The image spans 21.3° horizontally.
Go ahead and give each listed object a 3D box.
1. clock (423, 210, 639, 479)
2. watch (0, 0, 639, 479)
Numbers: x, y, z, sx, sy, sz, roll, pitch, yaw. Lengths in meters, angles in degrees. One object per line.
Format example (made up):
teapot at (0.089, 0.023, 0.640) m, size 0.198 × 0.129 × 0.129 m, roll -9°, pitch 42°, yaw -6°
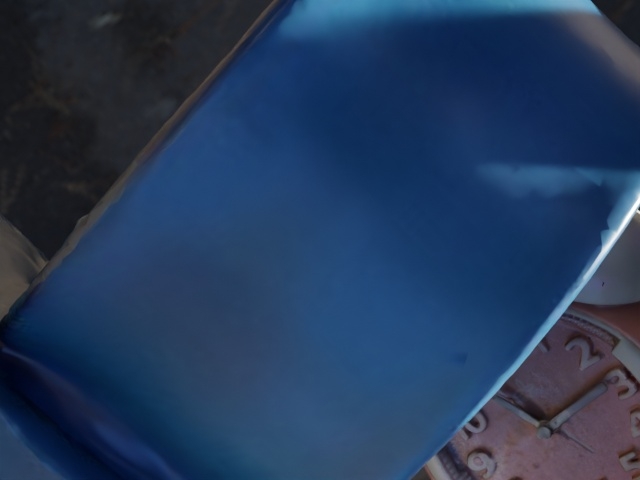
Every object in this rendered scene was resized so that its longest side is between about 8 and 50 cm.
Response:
clock at (0.110, 0.064, 0.779) m, size 0.166 × 0.162 × 0.093 m, roll -34°, pitch -170°, yaw 33°
watch at (0.000, 0.000, 0.646) m, size 0.274 × 0.241 × 0.305 m, roll -49°, pitch -173°, yaw 13°
